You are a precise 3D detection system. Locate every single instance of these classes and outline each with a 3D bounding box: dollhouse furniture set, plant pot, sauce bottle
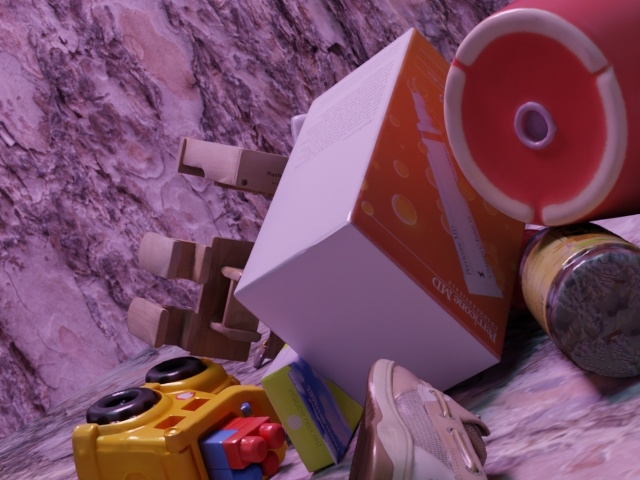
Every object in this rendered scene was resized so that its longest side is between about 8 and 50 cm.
[{"bbox_3d":[-0.105,0.014,1.557,0.212,0.242,0.161,10,3,-30],"label":"dollhouse furniture set"},{"bbox_3d":[0.262,-0.134,1.243,0.243,0.275,0.275,-22,-1,-43],"label":"plant pot"},{"bbox_3d":[0.236,0.038,1.225,0.111,0.111,0.344,-29,7,3],"label":"sauce bottle"}]

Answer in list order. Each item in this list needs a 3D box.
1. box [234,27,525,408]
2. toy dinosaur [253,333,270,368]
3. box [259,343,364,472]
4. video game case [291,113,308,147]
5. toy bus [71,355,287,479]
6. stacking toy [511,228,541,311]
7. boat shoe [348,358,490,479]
[{"bbox_3d":[0.081,-0.023,1.408,0.168,0.215,0.345,-33,25,36],"label":"box"},{"bbox_3d":[-0.026,0.127,2.061,0.211,0.064,0.112,-28,4,12],"label":"toy dinosaur"},{"bbox_3d":[-0.007,0.161,1.374,0.042,0.109,0.178,-27,5,14],"label":"box"},{"bbox_3d":[0.000,0.000,1.749,0.036,0.329,0.300,-8,5,-1],"label":"video game case"},{"bbox_3d":[-0.111,0.208,1.398,0.211,0.149,0.220,-10,13,34],"label":"toy bus"},{"bbox_3d":[0.192,0.021,1.574,0.141,0.141,0.330,-30,9,-12],"label":"stacking toy"},{"bbox_3d":[0.076,0.165,1.028,0.098,0.109,0.302,10,6,0],"label":"boat shoe"}]
